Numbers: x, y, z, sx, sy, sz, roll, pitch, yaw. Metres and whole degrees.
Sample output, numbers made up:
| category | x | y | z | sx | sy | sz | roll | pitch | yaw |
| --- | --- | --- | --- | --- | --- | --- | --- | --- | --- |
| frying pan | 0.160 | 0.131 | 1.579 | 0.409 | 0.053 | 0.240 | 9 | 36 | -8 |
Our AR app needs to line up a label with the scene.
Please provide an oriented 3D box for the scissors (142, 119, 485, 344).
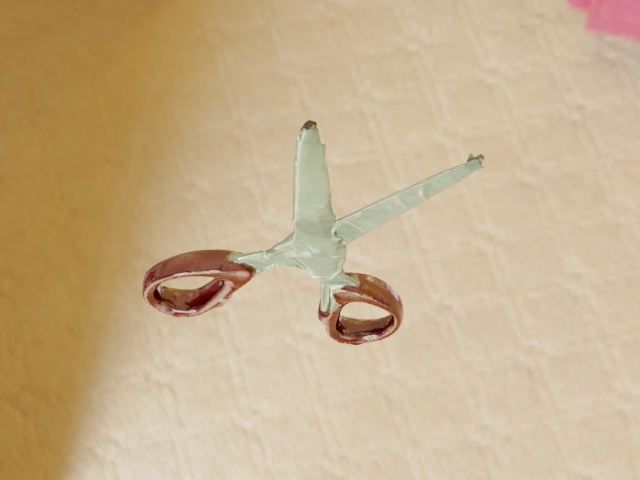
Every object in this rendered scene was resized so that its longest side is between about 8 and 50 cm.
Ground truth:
| category | x | y | z | sx | sy | sz | roll | pitch | yaw |
| --- | --- | --- | --- | --- | --- | --- | --- | --- | --- |
| scissors | 0.000 | 0.000 | 0.840 | 0.144 | 0.247 | 0.017 | 10 | 67 | -13 |
